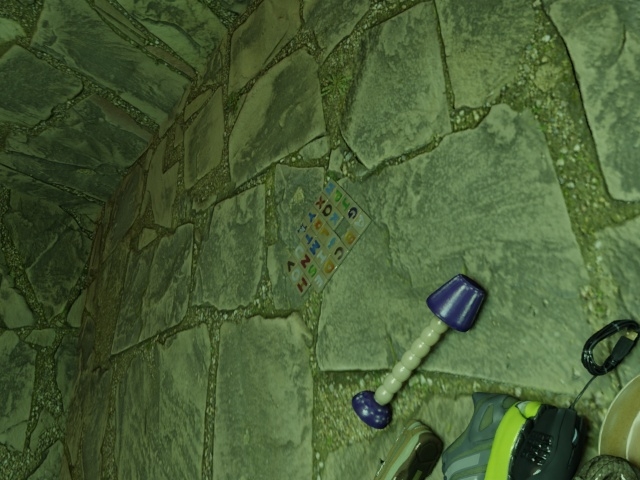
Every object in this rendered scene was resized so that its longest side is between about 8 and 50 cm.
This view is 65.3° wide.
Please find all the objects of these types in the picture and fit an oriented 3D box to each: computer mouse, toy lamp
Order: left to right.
[{"bbox_3d":[0.152,0.171,0.779,0.275,0.080,0.080,-55,38,17],"label":"toy lamp"},{"bbox_3d":[0.297,0.189,0.560,0.242,0.071,0.041,-54,16,-9],"label":"computer mouse"}]

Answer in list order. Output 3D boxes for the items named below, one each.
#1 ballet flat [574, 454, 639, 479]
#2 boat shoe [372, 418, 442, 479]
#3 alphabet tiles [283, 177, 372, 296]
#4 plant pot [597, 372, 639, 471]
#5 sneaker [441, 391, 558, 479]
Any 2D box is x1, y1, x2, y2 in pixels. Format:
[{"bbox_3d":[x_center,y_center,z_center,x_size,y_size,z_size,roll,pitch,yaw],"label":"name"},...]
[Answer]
[{"bbox_3d":[0.268,0.341,0.529,0.084,0.058,0.250,38,114,62],"label":"ballet flat"},{"bbox_3d":[0.110,0.359,0.752,0.190,0.068,0.072,-55,25,0],"label":"boat shoe"},{"bbox_3d":[0.000,0.000,1.113,0.237,0.009,0.198,-55,39,15],"label":"alphabet tiles"},{"bbox_3d":[0.398,0.229,0.480,0.236,0.032,0.236,-27,52,40],"label":"plant pot"},{"bbox_3d":[0.202,0.331,0.625,0.300,0.111,0.121,-64,22,-6],"label":"sneaker"}]
